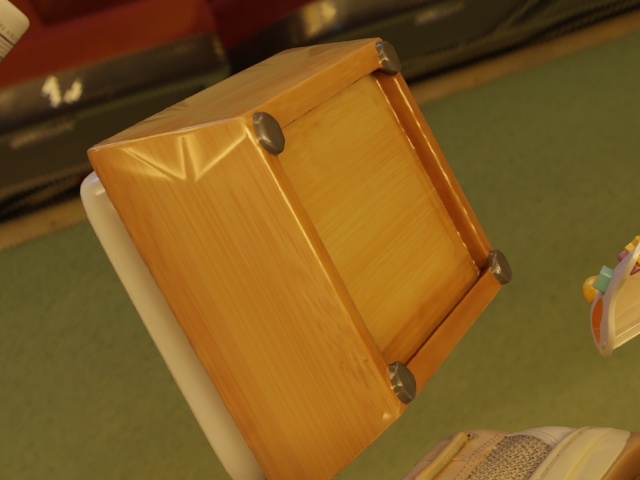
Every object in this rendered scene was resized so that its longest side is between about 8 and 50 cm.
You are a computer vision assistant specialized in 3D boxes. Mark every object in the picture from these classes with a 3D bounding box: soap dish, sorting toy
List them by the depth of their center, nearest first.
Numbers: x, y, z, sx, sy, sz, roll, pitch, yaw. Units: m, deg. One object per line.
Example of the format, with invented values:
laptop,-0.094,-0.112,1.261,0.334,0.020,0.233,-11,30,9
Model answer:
sorting toy,0.177,0.013,0.837,0.083,0.075,0.045,-29,68,-14
soap dish,0.000,0.000,0.967,0.229,0.118,0.291,62,26,-6

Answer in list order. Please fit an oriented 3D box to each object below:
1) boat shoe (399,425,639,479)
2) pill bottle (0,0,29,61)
boat shoe,0.020,0.171,0.575,0.341,0.110,0.122,-31,121,-51
pill bottle,-0.339,-0.144,1.301,0.112,0.112,0.187,39,89,1
